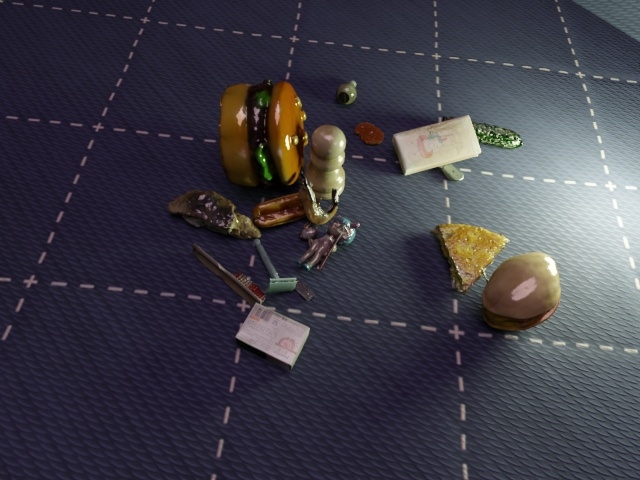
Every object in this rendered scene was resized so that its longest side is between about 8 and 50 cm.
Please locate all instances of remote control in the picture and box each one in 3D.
[{"bbox_3d":[-0.064,0.168,1.619,0.096,0.014,0.039,41,64,19],"label":"remote control"}]

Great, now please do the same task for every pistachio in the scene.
[{"bbox_3d":[0.670,0.164,1.572,0.309,0.229,0.230,-38,69,-12],"label":"pistachio"}]

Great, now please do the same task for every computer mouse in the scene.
[{"bbox_3d":[0.533,-0.271,1.923,0.056,0.032,0.110,-22,54,-18],"label":"computer mouse"}]

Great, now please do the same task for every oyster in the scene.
[{"bbox_3d":[-0.373,-0.095,1.692,0.342,0.110,0.166,31,63,13],"label":"oyster"}]

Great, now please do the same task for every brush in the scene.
[{"bbox_3d":[-0.312,0.112,1.607,0.321,0.060,0.050,37,51,16],"label":"brush"}]

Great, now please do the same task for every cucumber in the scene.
[{"bbox_3d":[0.690,-0.453,2.008,0.360,0.096,0.096,10,59,2],"label":"cucumber"}]

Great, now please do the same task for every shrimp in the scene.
[{"bbox_3d":[-0.004,-0.164,1.721,0.152,0.219,0.046,-31,25,-17],"label":"shrimp"}]

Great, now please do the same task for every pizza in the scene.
[{"bbox_3d":[0.516,0.067,1.701,0.280,0.075,0.287,17,61,10],"label":"pizza"}]

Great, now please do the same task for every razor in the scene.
[{"bbox_3d":[-0.180,0.080,1.626,0.106,0.068,0.231,1,43,-39],"label":"razor"}]

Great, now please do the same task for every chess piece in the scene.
[{"bbox_3d":[0.022,-0.293,1.735,0.167,0.299,0.166,2,61,-4],"label":"chess piece"}]

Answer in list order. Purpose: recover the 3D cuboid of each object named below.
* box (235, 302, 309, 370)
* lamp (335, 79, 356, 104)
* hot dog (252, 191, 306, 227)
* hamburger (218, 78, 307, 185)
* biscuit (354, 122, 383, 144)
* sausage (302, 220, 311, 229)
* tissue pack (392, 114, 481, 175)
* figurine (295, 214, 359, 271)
[{"bbox_3d":[-0.150,0.303,1.494,0.199,0.081,0.135,24,61,11],"label":"box"},{"bbox_3d":[0.126,-0.668,2.099,0.091,0.090,0.163,21,45,7],"label":"lamp"},{"bbox_3d":[-0.132,-0.113,1.740,0.250,0.068,0.100,-16,100,-20],"label":"hot dog"},{"bbox_3d":[-0.190,-0.370,1.716,0.278,0.395,0.395,-1,59,6],"label":"hamburger"},{"bbox_3d":[0.208,-0.451,2.007,0.130,0.019,0.102,40,64,18],"label":"biscuit"},{"bbox_3d":[-0.035,-0.073,1.763,0.015,0.015,0.100,35,63,15],"label":"sausage"},{"bbox_3d":[0.469,-0.386,1.915,0.326,0.071,0.169,-15,82,-4],"label":"tissue pack"},{"bbox_3d":[0.009,0.011,1.684,0.260,0.102,0.205,-44,36,-24],"label":"figurine"}]
